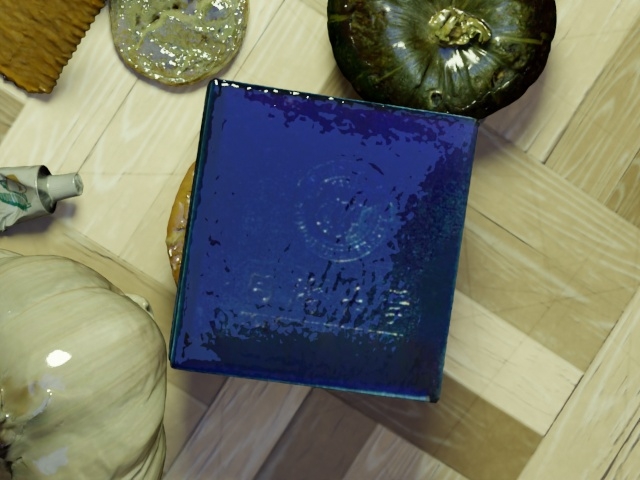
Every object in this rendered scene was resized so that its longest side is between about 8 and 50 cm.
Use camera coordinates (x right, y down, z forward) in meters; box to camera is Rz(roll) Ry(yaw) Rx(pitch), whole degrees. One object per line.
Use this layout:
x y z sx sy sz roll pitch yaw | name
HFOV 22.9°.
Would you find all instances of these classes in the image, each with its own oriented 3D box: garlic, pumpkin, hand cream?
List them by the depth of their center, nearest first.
-0.271 0.157 1.522 0.241 0.322 0.322 4 93 -33 | garlic
-0.369 -0.033 1.620 0.257 0.050 0.084 -15 93 -1 | hand cream
0.125 -0.230 1.621 0.238 0.159 0.238 -1 97 -11 | pumpkin

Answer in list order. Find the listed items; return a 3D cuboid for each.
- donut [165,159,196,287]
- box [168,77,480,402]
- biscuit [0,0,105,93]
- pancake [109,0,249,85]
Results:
-0.023 -0.001 1.638 0.277 0.108 0.277 0 93 -7 | donut
0.000 0.000 1.532 0.261 0.116 0.279 8 94 -8 | box
-0.329 -0.264 1.544 0.237 0.232 0.013 35 49 -9 | biscuit
-0.147 -0.241 1.649 0.158 0.028 0.158 0 92 -5 | pancake
